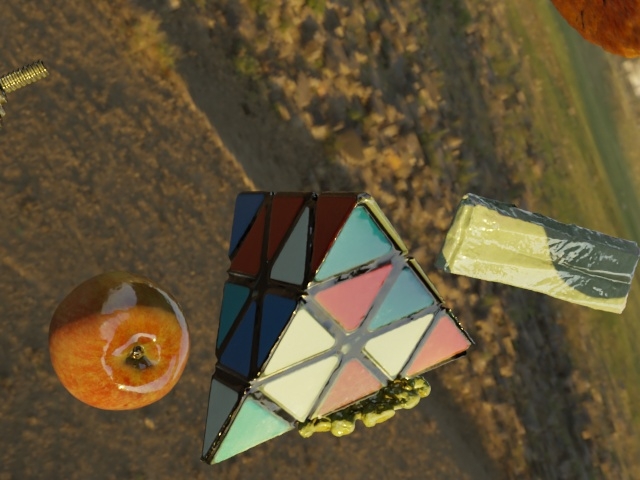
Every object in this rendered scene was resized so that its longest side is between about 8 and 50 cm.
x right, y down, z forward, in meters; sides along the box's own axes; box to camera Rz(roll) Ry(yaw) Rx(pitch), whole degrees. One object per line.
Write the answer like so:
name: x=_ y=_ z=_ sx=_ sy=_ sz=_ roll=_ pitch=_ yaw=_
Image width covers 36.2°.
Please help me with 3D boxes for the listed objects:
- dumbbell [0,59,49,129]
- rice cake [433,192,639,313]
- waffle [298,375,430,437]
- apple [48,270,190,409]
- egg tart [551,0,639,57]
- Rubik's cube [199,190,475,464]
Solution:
dumbbell: x=-0.391 y=-0.121 z=0.972 sx=0.110 sy=0.254 sz=0.110 roll=156 pitch=-90 yaw=-84
rice cake: x=0.229 y=0.016 z=1.008 sx=0.226 sy=0.085 sz=0.040 roll=15 pitch=23 yaw=-17
waffle: x=0.014 y=0.141 z=1.017 sx=0.169 sy=0.183 sz=0.036 roll=36 pitch=-46 yaw=49
apple: x=-0.270 y=0.137 z=1.327 sx=0.174 sy=0.188 sz=0.188 roll=13 pitch=-45 yaw=60
egg tart: x=0.229 y=-0.223 z=0.625 sx=0.215 sy=0.171 sz=0.215 roll=57 pitch=-5 yaw=7
Rubik's cube: x=0.000 y=0.000 z=0.842 sx=0.234 sy=0.284 sz=0.250 roll=109 pitch=-39 yaw=-58
